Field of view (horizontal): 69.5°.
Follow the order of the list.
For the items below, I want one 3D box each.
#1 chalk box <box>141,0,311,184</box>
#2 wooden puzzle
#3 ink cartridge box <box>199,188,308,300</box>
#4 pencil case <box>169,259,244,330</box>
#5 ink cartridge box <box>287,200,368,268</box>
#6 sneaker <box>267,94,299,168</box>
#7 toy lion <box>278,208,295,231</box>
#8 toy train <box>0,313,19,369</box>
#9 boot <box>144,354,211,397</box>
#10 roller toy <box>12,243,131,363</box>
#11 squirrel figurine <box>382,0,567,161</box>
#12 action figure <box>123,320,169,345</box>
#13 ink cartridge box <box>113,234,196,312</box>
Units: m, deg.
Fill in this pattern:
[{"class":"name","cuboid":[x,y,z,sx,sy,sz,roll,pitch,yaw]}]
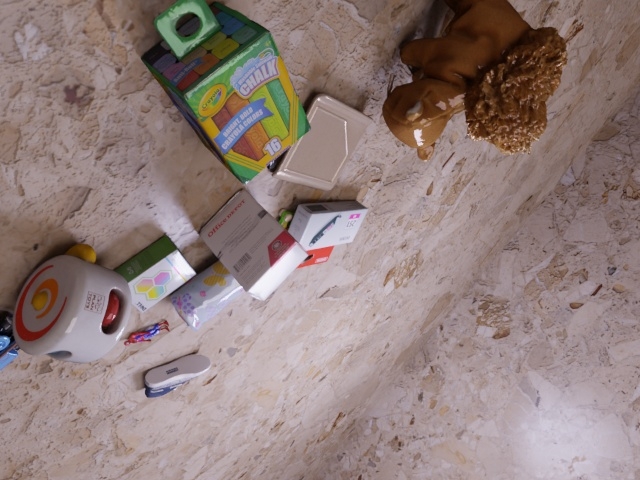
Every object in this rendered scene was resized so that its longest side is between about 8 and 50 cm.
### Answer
[{"class":"chalk box","cuboid":[-0.171,-0.280,0.815,0.180,0.179,0.289,-42,146,-8]},{"class":"wooden puzzle","cuboid":[0.005,-0.241,1.170,0.220,0.044,0.239,8,123,-50]},{"class":"ink cartridge box","cuboid":[-0.159,0.008,1.083,0.158,0.218,0.092,-45,151,-1]},{"class":"pencil case","cuboid":[-0.248,0.109,1.184,0.273,0.113,0.124,-37,158,-14]},{"class":"ink cartridge box","cuboid":[0.000,0.000,1.361,0.275,0.060,0.239,-10,131,-51]},{"class":"sneaker","cuboid":[-0.091,-0.246,1.047,0.089,0.051,0.170,-23,136,-23]},{"class":"toy lion","cuboid":[-0.099,-0.032,1.277,0.100,0.034,0.096,-54,152,11]},{"class":"toy train","cuboid":[-0.657,0.223,0.900,0.184,0.080,0.105,-43,155,-10]},{"class":"boot","cuboid":[-0.416,0.395,1.344,0.189,0.069,0.086,-8,138,-32]},{"class":"roller toy","cuboid":[-0.479,0.129,0.888,0.209,0.191,0.146,-48,145,2]},{"class":"squirrel figurine","cuboid":[0.349,-0.362,1.098,0.370,0.396,0.281,-49,151,-11]},{"class":"action figure","cuboid":[-0.446,0.243,1.184,0.115,0.030,0.038,-19,142,-32]},{"class":"ink cartridge box","cuboid":[-0.401,0.093,1.048,0.209,0.062,0.109,-37,145,-14]}]
